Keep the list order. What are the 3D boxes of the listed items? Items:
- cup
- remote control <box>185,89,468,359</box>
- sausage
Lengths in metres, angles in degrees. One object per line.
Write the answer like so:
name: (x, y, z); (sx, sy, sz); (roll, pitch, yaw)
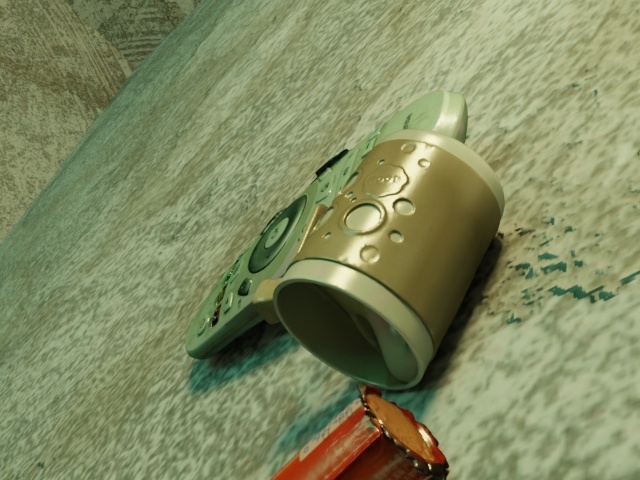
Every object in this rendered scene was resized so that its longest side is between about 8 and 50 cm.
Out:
cup: (0.029, 0.010, 0.429); (0.099, 0.074, 0.102); (-56, 7, -29)
remote control: (-0.002, -0.001, 0.557); (0.256, 0.045, 0.097); (-36, 22, 39)
sausage: (-0.017, 0.118, 0.356); (0.145, 0.048, 0.050); (-45, 57, 9)
